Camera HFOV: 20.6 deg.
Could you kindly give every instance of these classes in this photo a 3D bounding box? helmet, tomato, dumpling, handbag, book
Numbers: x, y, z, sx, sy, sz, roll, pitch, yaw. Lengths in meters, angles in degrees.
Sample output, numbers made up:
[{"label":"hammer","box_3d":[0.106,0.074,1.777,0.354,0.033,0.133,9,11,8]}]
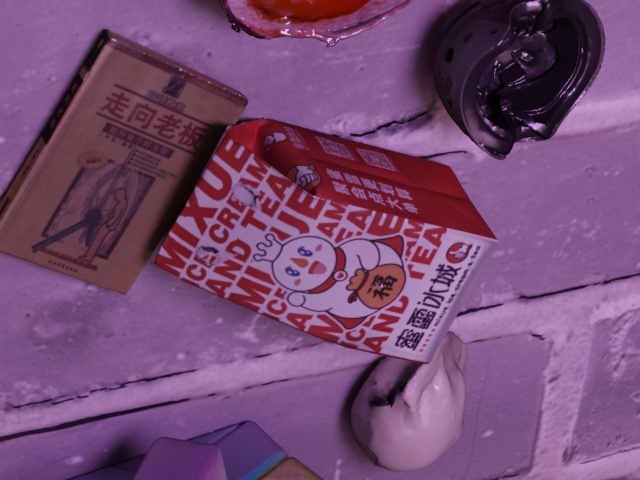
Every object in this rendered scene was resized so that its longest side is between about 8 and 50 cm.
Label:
[{"label":"helmet","box_3d":[0.177,-0.173,1.697,0.177,0.107,0.153,-28,129,-34]},{"label":"tomato","box_3d":[0.009,-0.276,1.528,0.228,0.112,0.199,-34,146,25]},{"label":"dumpling","box_3d":[0.109,0.178,1.908,0.150,0.092,0.176,-27,125,-28]},{"label":"handbag","box_3d":[0.000,0.000,1.688,0.298,0.151,0.171,11,120,-29]},{"label":"book","box_3d":[-0.188,-0.066,1.623,0.161,0.026,0.231,22,108,-36]}]

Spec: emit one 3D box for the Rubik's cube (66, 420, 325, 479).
[{"label":"Rubik's cube","box_3d":[-0.112,0.375,1.755,0.387,0.368,0.358,-18,110,-15]}]
